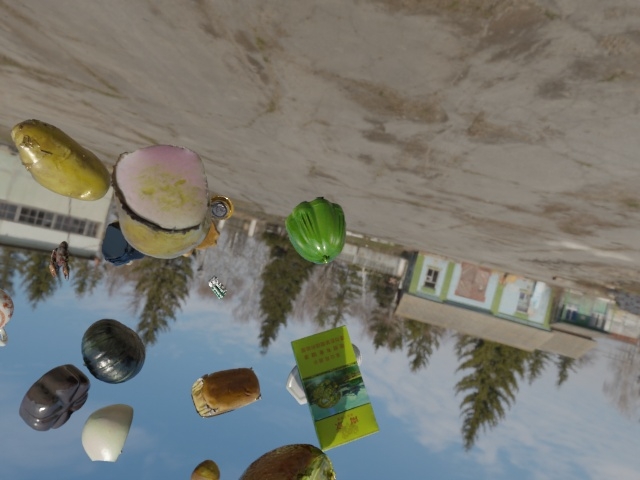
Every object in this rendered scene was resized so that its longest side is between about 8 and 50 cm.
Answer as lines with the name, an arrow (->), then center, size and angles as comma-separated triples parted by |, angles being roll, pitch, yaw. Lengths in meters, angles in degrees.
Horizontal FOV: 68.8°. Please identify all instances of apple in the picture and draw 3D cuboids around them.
apple -> -0.449, 0.922, 1.830 | 0.102, 0.114, 0.099 | 47, 162, 17

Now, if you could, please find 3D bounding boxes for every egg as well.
egg -> -0.894, 0.773, 1.937 | 0.162, 0.206, 0.271 | 28, 174, -25

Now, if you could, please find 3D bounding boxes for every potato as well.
potato -> -0.358, -0.058, 1.091 | 0.229, 0.229, 0.266 | 15, 151, -12
potato -> -0.761, -0.228, 1.373 | 0.140, 0.173, 0.300 | -5, 149, 29

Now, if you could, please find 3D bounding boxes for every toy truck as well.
toy truck -> -0.374, 0.170, 1.696 | 0.083, 0.044, 0.039 | 55, 168, -16

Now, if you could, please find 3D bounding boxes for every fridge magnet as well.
fridge magnet -> -0.536, -0.172, 2.491 | 0.143, 0.143, 0.063 | 15, -156, -8

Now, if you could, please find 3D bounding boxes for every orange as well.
orange -> -0.104, 0.642, 1.118 | 0.196, 0.262, 0.334 | -6, -171, 27

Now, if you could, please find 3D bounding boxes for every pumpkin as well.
pumpkin -> -0.775, 0.412, 1.729 | 0.216, 0.249, 0.250 | -21, -179, -3

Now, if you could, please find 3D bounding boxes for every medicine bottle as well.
medicine bottle -> 0.028, 0.449, 1.647 | 0.124, 0.179, 0.324 | 41, -159, 21

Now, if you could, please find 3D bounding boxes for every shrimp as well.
shrimp -> -0.567, 0.045, 1.016 | 0.038, 0.092, 0.029 | -5, 155, -25

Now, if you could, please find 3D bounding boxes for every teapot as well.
teapot -> -0.853, 0.181, 1.164 | 0.116, 0.159, 0.245 | 40, 158, 37

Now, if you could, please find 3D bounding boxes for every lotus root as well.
lotus root -> 0.000, 0.000, 1.310 | 0.186, 0.186, 0.186 | 15, 179, 0

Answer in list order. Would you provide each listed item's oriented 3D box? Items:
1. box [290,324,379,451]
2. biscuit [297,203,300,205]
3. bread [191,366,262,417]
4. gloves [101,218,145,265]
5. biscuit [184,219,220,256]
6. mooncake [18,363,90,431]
box -> 0.041, 0.450, 1.446 | 0.187, 0.335, 0.047 | -15, 168, -12
biscuit -> -0.012, -0.040, 1.631 | 0.049, 0.208, 0.181 | -27, 175, -2
bread -> -0.326, 0.530, 1.653 | 0.241, 0.136, 0.107 | 4, 144, -48
gloves -> -0.713, 0.009, 1.734 | 0.152, 0.197, 0.301 | 17, -174, -18
biscuit -> -0.386, -0.024, 1.396 | 0.184, 0.133, 0.027 | -19, 166, 16
mooncake -> -0.961, 0.571, 1.702 | 0.133, 0.245, 0.245 | 30, -177, 15
